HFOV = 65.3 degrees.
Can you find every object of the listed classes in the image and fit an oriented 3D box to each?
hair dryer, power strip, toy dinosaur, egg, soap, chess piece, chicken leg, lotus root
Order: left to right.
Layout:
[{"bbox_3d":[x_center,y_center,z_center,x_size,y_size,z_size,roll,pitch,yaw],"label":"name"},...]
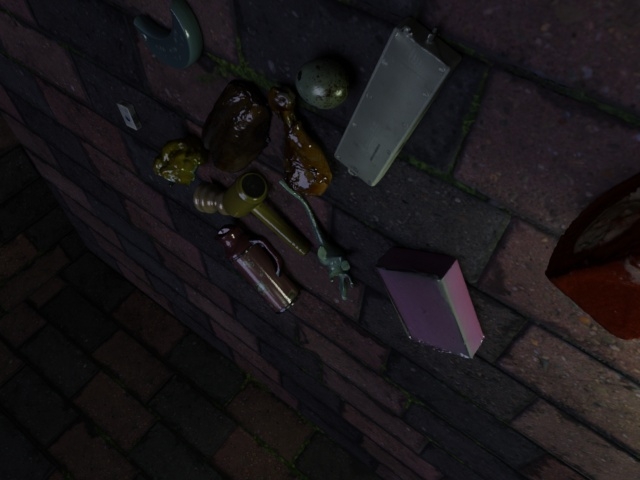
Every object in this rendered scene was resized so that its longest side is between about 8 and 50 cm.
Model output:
[{"bbox_3d":[-0.335,-0.449,1.110,0.215,0.044,0.137,8,137,46],"label":"power strip"},{"bbox_3d":[-0.282,-0.113,1.471,0.170,0.094,0.094,16,143,29],"label":"chess piece"},{"bbox_3d":[-0.214,-0.253,1.191,0.167,0.078,0.329,43,152,-5],"label":"lotus root"},{"bbox_3d":[-0.131,-0.063,1.356,0.278,0.090,0.135,42,150,-11],"label":"hair dryer"},{"bbox_3d":[-0.047,-0.205,1.053,0.107,0.087,0.252,-2,125,26],"label":"chicken leg"},{"bbox_3d":[0.002,-0.276,0.876,0.110,0.085,0.085,35,153,39],"label":"egg"},{"bbox_3d":[0.016,0.014,1.262,0.129,0.076,0.383,42,158,60],"label":"toy dinosaur"},{"bbox_3d":[0.117,-0.219,0.852,0.106,0.043,0.367,40,152,5],"label":"power strip"},{"bbox_3d":[0.250,0.139,1.136,0.181,0.081,0.259,8,136,45],"label":"soap"}]

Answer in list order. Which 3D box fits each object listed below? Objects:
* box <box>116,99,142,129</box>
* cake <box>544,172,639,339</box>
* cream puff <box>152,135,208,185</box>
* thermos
[{"bbox_3d":[-0.587,-0.386,1.537,0.054,0.024,0.083,25,146,25],"label":"box"},{"bbox_3d":[0.436,0.009,0.626,0.151,0.177,0.283,42,157,0],"label":"cake"},{"bbox_3d":[-0.388,-0.227,1.395,0.121,0.156,0.156,34,155,-17],"label":"cream puff"},{"bbox_3d":[-0.200,0.079,1.594,0.330,0.109,0.136,51,151,-14],"label":"thermos"}]
